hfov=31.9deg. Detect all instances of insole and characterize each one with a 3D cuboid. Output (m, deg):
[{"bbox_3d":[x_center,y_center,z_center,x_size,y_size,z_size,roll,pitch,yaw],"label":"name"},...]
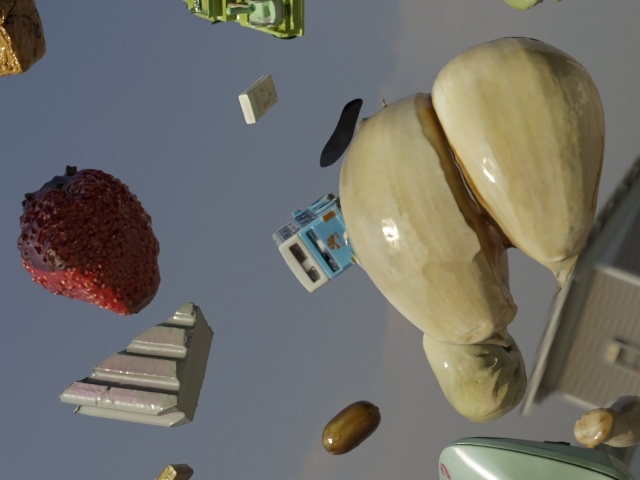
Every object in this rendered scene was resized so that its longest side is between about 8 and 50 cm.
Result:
[{"bbox_3d":[0.033,-0.168,1.740,0.002,0.053,0.152,51,-138,-34],"label":"insole"}]

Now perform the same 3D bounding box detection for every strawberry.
[{"bbox_3d":[-0.421,0.000,2.096,0.261,0.258,0.261,-20,-66,-54],"label":"strawberry"}]

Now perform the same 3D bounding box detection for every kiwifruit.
[{"bbox_3d":[0.056,0.343,2.058,0.124,0.075,0.075,-37,-21,-1],"label":"kiwifruit"}]

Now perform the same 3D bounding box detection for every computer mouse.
[{"bbox_3d":[0.301,0.358,1.543,0.097,0.288,0.159,-65,-29,-50],"label":"computer mouse"}]

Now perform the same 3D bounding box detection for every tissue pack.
[{"bbox_3d":[-0.110,-0.255,2.010,0.108,0.023,0.056,-50,-49,-55],"label":"tissue pack"}]

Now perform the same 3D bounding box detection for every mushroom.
[{"bbox_3d":[0.546,0.333,2.049,0.212,0.097,0.088,-5,-83,-44],"label":"mushroom"}]

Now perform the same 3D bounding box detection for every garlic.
[{"bbox_3d":[0.163,-0.064,1.200,0.249,0.286,0.313,70,-165,-48],"label":"garlic"}]

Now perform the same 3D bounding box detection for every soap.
[{"bbox_3d":[-0.406,0.272,2.509,0.159,0.302,0.257,57,-139,-62],"label":"soap"}]

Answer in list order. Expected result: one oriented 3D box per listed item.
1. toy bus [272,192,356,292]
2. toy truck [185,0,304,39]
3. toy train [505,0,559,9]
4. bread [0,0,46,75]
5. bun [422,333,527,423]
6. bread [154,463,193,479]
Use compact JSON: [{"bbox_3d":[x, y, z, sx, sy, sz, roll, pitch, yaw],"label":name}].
[{"bbox_3d":[0.000,0.000,1.796,0.131,0.106,0.297,-36,6,-2],"label":"toy bus"},{"bbox_3d":[-0.153,-0.425,1.932,0.135,0.259,0.128,-27,-50,-39],"label":"toy truck"},{"bbox_3d":[0.374,-0.513,1.989,0.307,0.126,0.189,-38,-63,-51],"label":"toy train"},{"bbox_3d":[-0.589,-0.374,1.998,0.143,0.158,0.149,-63,-33,-62],"label":"bread"},{"bbox_3d":[0.259,0.194,1.827,0.128,0.193,0.178,-31,7,23],"label":"bun"},{"bbox_3d":[-0.313,0.502,2.312,0.090,0.035,0.094,-50,-19,3],"label":"bread"}]
